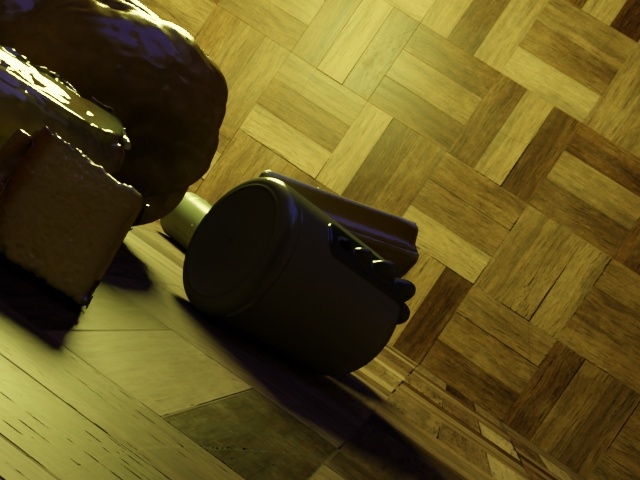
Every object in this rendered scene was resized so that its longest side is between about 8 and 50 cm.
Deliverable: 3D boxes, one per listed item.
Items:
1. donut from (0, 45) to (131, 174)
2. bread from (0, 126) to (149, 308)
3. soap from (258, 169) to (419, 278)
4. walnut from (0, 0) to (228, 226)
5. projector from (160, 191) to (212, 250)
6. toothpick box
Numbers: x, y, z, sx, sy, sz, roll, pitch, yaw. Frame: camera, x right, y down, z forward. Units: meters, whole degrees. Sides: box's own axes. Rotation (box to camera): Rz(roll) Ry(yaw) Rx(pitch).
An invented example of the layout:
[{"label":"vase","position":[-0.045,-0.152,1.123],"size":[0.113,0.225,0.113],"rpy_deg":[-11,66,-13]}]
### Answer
[{"label":"donut","position":[-0.398,-0.166,1.080],"size":[0.371,0.150,0.307],"rpy_deg":[38,7,-6]},{"label":"bread","position":[-0.252,-0.018,0.894],"size":[0.147,0.127,0.152],"rpy_deg":[34,-17,-12]},{"label":"soap","position":[0.000,0.000,1.542],"size":[0.274,0.089,0.173],"rpy_deg":[18,-37,-19]},{"label":"walnut","position":[-0.336,-0.203,1.453],"size":[0.384,0.383,0.383],"rpy_deg":[34,0,0]},{"label":"projector","position":[-0.186,0.015,1.891],"size":[0.337,0.108,0.108],"rpy_deg":[34,0,43]},{"label":"toothpick box","position":[-0.010,0.064,1.384],"size":[0.316,0.229,0.229],"rpy_deg":[35,0,-37]}]
